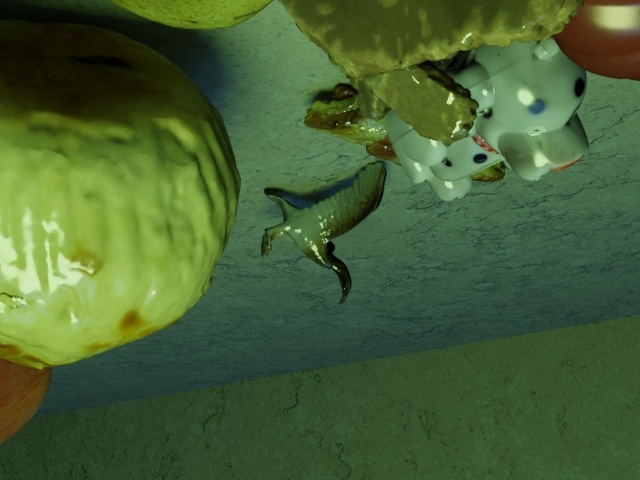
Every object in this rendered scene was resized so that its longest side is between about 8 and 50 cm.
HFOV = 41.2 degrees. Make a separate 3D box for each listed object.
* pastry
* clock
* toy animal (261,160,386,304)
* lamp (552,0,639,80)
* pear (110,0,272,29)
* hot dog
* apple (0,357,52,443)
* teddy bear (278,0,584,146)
[{"bbox_3d":[-0.277,-0.041,0.850,0.389,0.388,0.312,3,121,-19],"label":"pastry"},{"bbox_3d":[0.186,-0.146,0.860,0.189,0.188,0.254,0,178,-13],"label":"clock"},{"bbox_3d":[-0.014,0.005,1.333,0.160,0.197,0.272,4,163,-14],"label":"toy animal"},{"bbox_3d":[0.274,-0.233,0.667,0.227,0.226,0.227,-4,160,-1],"label":"lamp"},{"bbox_3d":[-0.096,-0.253,0.571,0.211,0.188,0.229,29,151,-31],"label":"pear"},{"bbox_3d":[0.116,-0.145,1.065,0.262,0.093,0.123,19,162,-16],"label":"hot dog"},{"bbox_3d":[-0.648,0.207,1.517,0.364,0.363,0.364,-4,160,-1],"label":"apple"},{"bbox_3d":[0.099,-0.200,0.682,0.296,0.246,0.223,-11,178,42],"label":"teddy bear"}]
